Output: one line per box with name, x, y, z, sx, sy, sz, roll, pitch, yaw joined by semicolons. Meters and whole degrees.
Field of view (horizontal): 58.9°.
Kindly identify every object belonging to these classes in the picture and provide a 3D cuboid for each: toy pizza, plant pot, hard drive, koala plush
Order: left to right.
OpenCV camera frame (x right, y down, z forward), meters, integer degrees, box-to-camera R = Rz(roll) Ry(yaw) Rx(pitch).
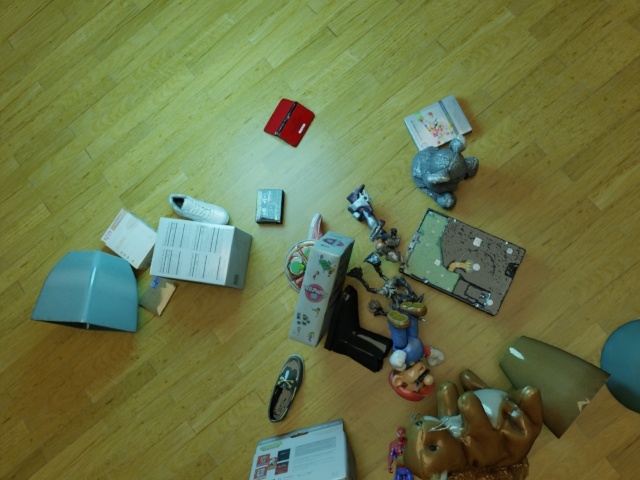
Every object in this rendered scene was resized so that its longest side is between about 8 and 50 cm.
plant pot;-0.777;0.169;1.928;0.247;0.248;0.252;-1;74;25
toy pizza;-0.027;0.095;1.891;0.201;0.032;0.201;3;104;13
koala plush;0.392;-0.229;1.796;0.203;0.221;0.196;33;88;4
hard drive;0.452;0.067;1.830;0.339;0.064;0.236;24;86;12
plant pot;0.667;0.407;1.672;0.254;0.237;0.237;38;89;29
plant pot;0.983;0.366;1.618;0.290;0.195;0.290;-2;80;10

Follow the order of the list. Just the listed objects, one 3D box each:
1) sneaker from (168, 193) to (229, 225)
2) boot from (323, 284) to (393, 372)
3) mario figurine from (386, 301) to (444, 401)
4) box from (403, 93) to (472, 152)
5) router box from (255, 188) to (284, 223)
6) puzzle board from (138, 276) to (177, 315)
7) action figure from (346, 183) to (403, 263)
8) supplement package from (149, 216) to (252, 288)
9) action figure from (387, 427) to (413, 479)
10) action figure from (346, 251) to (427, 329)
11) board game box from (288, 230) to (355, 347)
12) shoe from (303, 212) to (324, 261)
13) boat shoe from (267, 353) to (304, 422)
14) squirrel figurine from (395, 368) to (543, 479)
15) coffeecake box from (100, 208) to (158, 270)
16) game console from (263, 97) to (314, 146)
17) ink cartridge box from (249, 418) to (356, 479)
sneaker;-0.437;-0.104;1.991;0.232;0.115;0.090;16;84;12
boot;0.139;0.283;1.813;0.207;0.094;0.246;21;107;14
mario figurine;0.296;0.354;1.717;0.198;0.170;0.320;-12;114;-6
box;0.398;-0.392;1.930;0.186;0.038;0.145;-25;77;6
router box;-0.178;-0.118;1.987;0.092;0.038;0.122;2;81;10
puzzle board;-0.579;0.191;2.022;0.096;0.011;0.128;28;86;15
action figure;0.186;-0.039;1.844;0.099;0.185;0.285;-35;66;7
supplement package;-0.397;0.048;1.916;0.263;0.199;0.198;7;83;11
action figure;0.253;0.720;1.724;0.092;0.139;0.280;-5;77;9
action figure;0.220;0.170;1.820;0.164;0.141;0.275;-42;96;-7
board game box;0.008;0.146;1.763;0.098;0.224;0.303;18;107;10
shoe;0.000;0.000;1.926;0.081;0.063;0.177;13;89;11
boat shoe;-0.112;0.486;1.858;0.081;0.069;0.227;17;84;12
squirrel figurine;0.409;0.604;1.598;0.371;0.281;0.396;-20;107;-30
coffeecake box;-0.672;-0.003;2.041;0.185;0.068;0.142;34;89;14
game console;-0.114;-0.425;2.040;0.124;0.085;0.144;31;87;-18
ink cartridge box;-0.051;0.717;1.755;0.310;0.272;0.130;-16;109;8
